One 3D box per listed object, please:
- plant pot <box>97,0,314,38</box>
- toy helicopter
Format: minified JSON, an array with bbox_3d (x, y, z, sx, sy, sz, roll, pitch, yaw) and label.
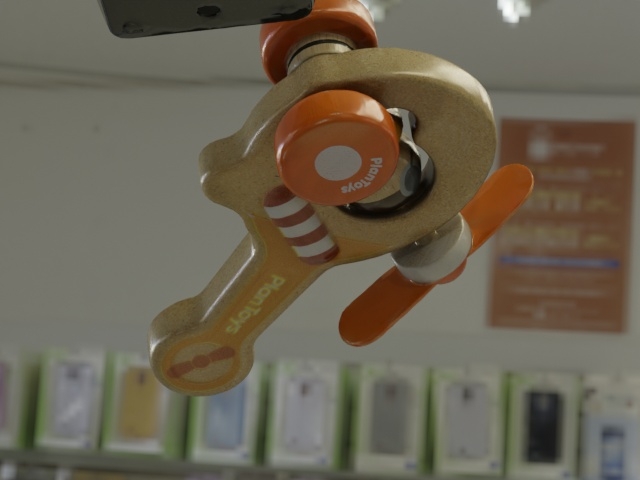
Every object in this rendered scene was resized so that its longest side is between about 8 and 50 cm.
[{"bbox_3d":[-0.077,-0.230,1.199,0.188,0.167,0.187,-7,-24,0],"label":"plant pot"},{"bbox_3d":[0.000,0.000,1.436,0.235,0.140,0.355,22,-52,-28],"label":"toy helicopter"}]
